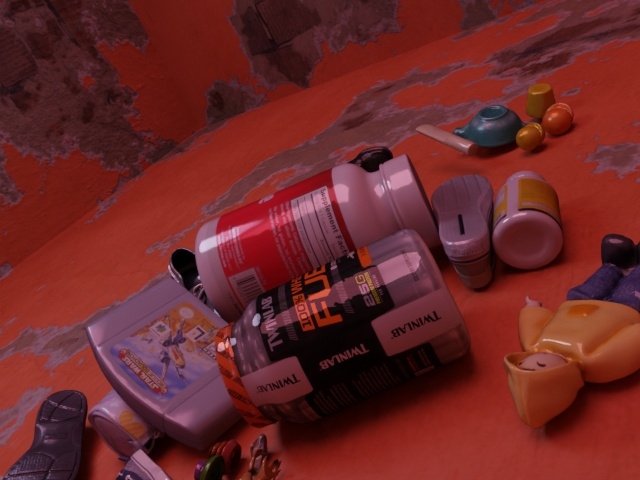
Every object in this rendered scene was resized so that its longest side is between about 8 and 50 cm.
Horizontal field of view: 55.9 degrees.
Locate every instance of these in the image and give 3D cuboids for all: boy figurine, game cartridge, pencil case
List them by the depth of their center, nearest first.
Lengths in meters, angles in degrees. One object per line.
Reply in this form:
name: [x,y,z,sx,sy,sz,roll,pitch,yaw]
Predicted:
boy figurine: [0.307,0.103,0.719,0.285,0.092,0.177,-35,26,-25]
game cartridge: [-0.232,0.189,0.971,0.297,0.062,0.198,33,43,27]
pencil case: [-0.264,0.239,1.033,0.124,0.113,0.273,-5,31,35]

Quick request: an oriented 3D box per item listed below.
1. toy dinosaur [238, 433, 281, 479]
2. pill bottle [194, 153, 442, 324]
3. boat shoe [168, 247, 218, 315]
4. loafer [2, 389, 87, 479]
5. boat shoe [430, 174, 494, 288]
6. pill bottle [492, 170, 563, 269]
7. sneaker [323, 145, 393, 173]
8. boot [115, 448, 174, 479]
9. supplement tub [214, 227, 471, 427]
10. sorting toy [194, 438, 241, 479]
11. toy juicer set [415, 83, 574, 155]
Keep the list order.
toy dinosaur: [-0.097,0.327,0.748,0.112,0.064,0.211,-35,6,34]
pill bottle: [0.000,0.000,1.100,0.408,0.228,0.229,-22,23,13]
boat shoe: [-0.247,0.112,1.257,0.116,0.099,0.319,-29,34,-14]
loafer: [-0.444,0.378,1.000,0.109,0.095,0.302,2,26,-8]
boat shoe: [0.249,-0.025,1.047,0.109,0.094,0.302,-8,26,19]
pill bottle: [0.334,-0.042,0.979,0.103,0.103,0.184,-16,25,26]
sneaker: [0.081,-0.157,1.540,0.228,0.087,0.130,-22,25,21]
boot: [-0.239,0.357,0.828,0.086,0.069,0.190,-47,20,-24]
supplement tub: [0.028,0.128,0.839,0.316,0.193,0.193,-26,22,5]
sorting toy: [-0.147,0.306,0.815,0.042,0.061,0.102,10,6,20]
toy juicer set: [0.405,-0.237,1.360,0.329,0.089,0.209,-18,36,1]
